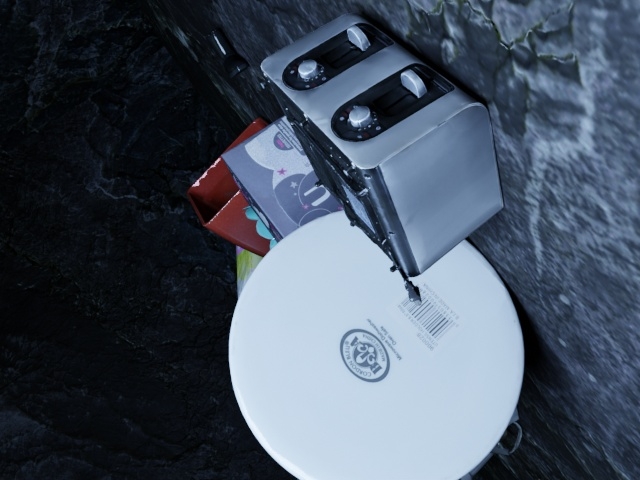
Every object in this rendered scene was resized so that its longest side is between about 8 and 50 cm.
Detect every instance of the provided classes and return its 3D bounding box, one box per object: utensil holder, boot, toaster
[{"bbox_3d":[0.056,0.167,0.830,0.328,0.327,0.385,53,170,16],"label":"utensil holder"},{"bbox_3d":[-0.191,-0.382,1.311,0.099,0.045,0.121,59,175,-16],"label":"boot"},{"bbox_3d":[0.054,-0.072,0.537,0.168,0.110,0.186,52,175,39],"label":"toaster"}]

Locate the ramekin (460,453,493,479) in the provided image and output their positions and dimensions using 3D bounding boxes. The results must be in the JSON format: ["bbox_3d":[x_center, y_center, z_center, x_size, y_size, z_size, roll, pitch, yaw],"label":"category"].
[{"bbox_3d":[0.356,0.510,1.756,0.273,0.127,0.273,55,176,6],"label":"ramekin"}]

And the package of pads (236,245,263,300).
[{"bbox_3d":[-0.117,0.069,1.756,0.229,0.101,0.297,23,-141,-31],"label":"package of pads"}]

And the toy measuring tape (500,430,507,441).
[{"bbox_3d":[0.246,0.302,1.351,0.330,0.121,0.121,52,175,28],"label":"toy measuring tape"}]

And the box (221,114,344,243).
[{"bbox_3d":[-0.022,-0.071,1.068,0.247,0.163,0.142,52,172,27],"label":"box"}]

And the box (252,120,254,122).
[{"bbox_3d":[-0.156,-0.235,1.756,0.116,0.029,0.162,53,149,15],"label":"box"}]

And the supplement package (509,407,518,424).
[{"bbox_3d":[0.241,0.254,1.120,0.179,0.105,0.105,52,175,38],"label":"supplement package"}]

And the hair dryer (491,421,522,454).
[{"bbox_3d":[0.231,0.374,1.255,0.223,0.080,0.293,51,134,27],"label":"hair dryer"}]

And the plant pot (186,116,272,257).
[{"bbox_3d":[-0.132,-0.101,1.571,0.236,0.267,0.267,44,-178,-29],"label":"plant pot"}]

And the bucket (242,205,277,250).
[{"bbox_3d":[0.000,0.000,1.261,0.281,0.183,0.281,53,176,5],"label":"bucket"}]
